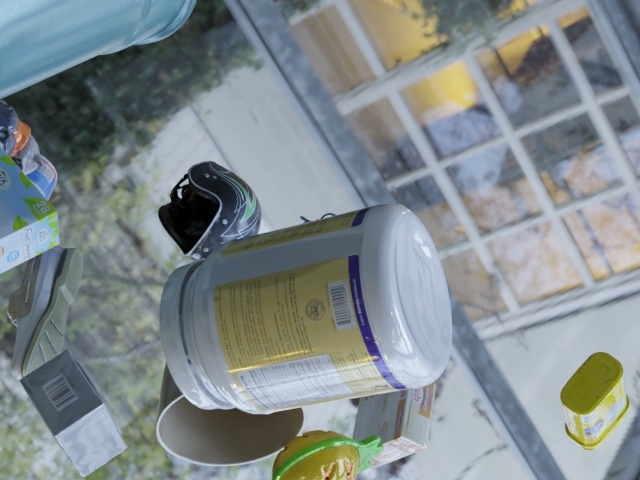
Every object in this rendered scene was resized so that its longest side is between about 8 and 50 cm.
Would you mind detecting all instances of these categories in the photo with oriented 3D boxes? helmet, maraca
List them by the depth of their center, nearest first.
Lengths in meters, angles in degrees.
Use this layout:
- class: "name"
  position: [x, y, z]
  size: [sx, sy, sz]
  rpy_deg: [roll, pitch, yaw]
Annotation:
- class: "maraca"
  position: [0.010, 0.321, 1.575]
  size: [0.186, 0.099, 0.127]
  rpy_deg: [-2, 138, -39]
- class: "helmet"
  position: [-0.182, -0.040, 1.905]
  size: [0.169, 0.161, 0.169]
  rpy_deg: [-38, 168, -10]

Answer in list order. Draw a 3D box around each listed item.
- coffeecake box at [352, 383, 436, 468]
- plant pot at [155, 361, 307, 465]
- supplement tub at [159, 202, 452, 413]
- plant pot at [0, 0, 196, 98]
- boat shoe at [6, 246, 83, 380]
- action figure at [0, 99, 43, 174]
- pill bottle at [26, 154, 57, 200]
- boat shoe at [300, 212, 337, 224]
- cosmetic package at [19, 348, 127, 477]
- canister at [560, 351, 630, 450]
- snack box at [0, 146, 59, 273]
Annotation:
- class: "coffeecake box"
  position: [0.145, 0.368, 2.245]
  size: [0.185, 0.068, 0.142]
  rpy_deg: [-35, -146, 50]
- class: "plant pot"
  position: [-0.167, 0.213, 1.956]
  size: [0.256, 0.256, 0.274]
  rpy_deg: [-26, -134, 17]
- class: "supplement tub"
  position: [-0.018, 0.097, 1.450]
  size: [0.331, 0.241, 0.241]
  rpy_deg: [-13, -155, 24]
- class: "plant pot"
  position: [-0.383, -0.338, 1.367]
  size: [0.341, 0.341, 0.334]
  rpy_deg: [-14, -159, 43]
- class: "boat shoe"
  position: [-0.561, 0.144, 2.183]
  size: [0.103, 0.113, 0.302]
  rpy_deg: [6, -128, 8]
- class: "action figure"
  position: [-0.606, -0.167, 1.812]
  size: [0.178, 0.330, 0.341]
  rpy_deg: [-37, -132, 32]
- class: "pill bottle"
  position: [-0.605, -0.063, 2.146]
  size: [0.124, 0.124, 0.221]
  rpy_deg: [-19, -140, 34]
- class: "boat shoe"
  position: [0.000, 0.000, 1.951]
  size: [0.109, 0.089, 0.258]
  rpy_deg: [-20, -165, 25]
- class: "cosmetic package"
  position: [-0.415, 0.297, 1.875]
  size: [0.107, 0.127, 0.238]
  rpy_deg: [-34, 158, -14]
- class: "canister"
  position: [0.467, 0.273, 1.882]
  size: [0.073, 0.170, 0.126]
  rpy_deg: [36, -104, 31]
- class: "snack box"
  position: [-0.444, -0.025, 1.308]
  size: [0.207, 0.174, 0.070]
  rpy_deg: [-31, 152, -31]
